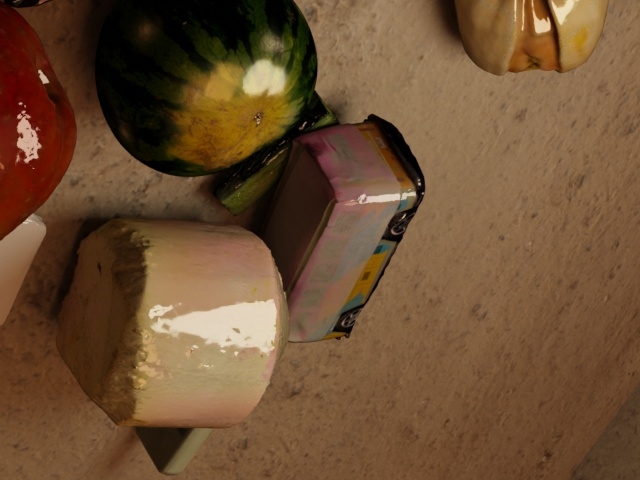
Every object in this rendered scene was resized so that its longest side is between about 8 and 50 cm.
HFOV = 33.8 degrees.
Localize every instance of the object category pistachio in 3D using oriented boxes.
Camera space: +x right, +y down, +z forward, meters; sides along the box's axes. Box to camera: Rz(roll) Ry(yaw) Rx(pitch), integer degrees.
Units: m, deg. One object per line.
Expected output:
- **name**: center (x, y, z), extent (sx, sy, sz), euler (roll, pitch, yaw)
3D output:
- **pistachio**: center (0.301, -0.366, 1.503), extent (0.230, 0.230, 0.309), euler (-33, 144, -12)

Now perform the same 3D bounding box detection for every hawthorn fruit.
- **hawthorn fruit**: center (-0.399, -0.121, 1.086), extent (0.284, 0.284, 0.284), euler (-22, 137, -23)

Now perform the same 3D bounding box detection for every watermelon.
- **watermelon**: center (-0.139, -0.205, 1.245), extent (0.269, 0.269, 0.269), euler (-22, 137, -23)

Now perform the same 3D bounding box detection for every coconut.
- **coconut**: center (-0.186, 0.116, 1.472), extent (0.309, 0.297, 0.297), euler (8, 119, -36)

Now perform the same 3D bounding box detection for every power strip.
- **power strip**: center (-0.205, 0.256, 1.702), extent (0.046, 0.118, 0.270), euler (19, 111, -48)

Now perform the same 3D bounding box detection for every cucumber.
- **cucumber**: center (-0.072, -0.128, 1.522), extent (0.211, 0.062, 0.078), euler (-39, 155, 6)

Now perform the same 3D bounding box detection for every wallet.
- **wallet**: center (-0.430, 0.037, 1.387), extent (0.095, 0.033, 0.190), euler (10, 118, -46)

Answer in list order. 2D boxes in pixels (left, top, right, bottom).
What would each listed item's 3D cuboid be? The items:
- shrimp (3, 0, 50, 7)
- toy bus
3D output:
- **shrimp**: center (-0.319, -0.327, 1.134), extent (0.289, 0.075, 0.178), euler (-42, 145, -22)
- **toy bus**: center (0.000, 0.000, 1.582), extent (0.162, 0.171, 0.386), euler (-5, 141, -27)
